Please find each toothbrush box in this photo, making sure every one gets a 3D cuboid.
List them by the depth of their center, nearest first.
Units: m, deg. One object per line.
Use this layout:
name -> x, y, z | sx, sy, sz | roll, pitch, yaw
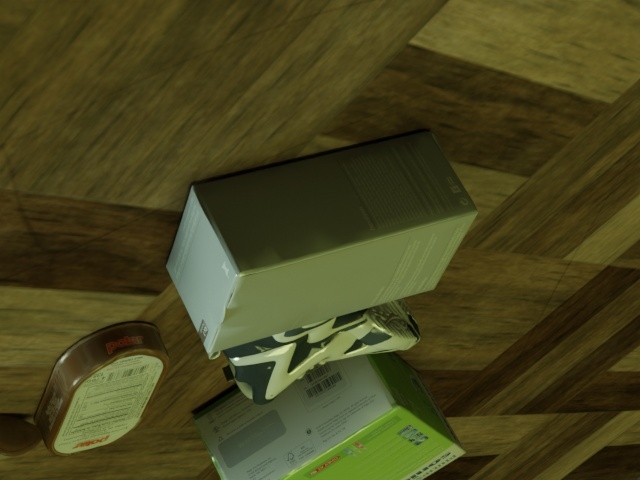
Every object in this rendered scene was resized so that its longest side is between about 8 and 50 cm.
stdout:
toothbrush box -> 0.017, 0.219, 1.620 | 0.206, 0.122, 0.283 | -33, 153, 8

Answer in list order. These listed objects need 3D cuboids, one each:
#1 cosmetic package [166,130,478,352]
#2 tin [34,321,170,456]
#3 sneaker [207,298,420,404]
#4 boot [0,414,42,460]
cosmetic package -> 0.000, 0.000, 1.234 | 0.238, 0.107, 0.127 | -11, 149, -28
tin -> -0.206, 0.143, 1.359 | 0.106, 0.040, 0.189 | -8, 147, -29
sneaker -> -0.018, 0.093, 1.397 | 0.153, 0.094, 0.235 | -36, 158, 26
boot -> -0.328, 0.199, 1.337 | 0.087, 0.042, 0.118 | -37, 153, 30
